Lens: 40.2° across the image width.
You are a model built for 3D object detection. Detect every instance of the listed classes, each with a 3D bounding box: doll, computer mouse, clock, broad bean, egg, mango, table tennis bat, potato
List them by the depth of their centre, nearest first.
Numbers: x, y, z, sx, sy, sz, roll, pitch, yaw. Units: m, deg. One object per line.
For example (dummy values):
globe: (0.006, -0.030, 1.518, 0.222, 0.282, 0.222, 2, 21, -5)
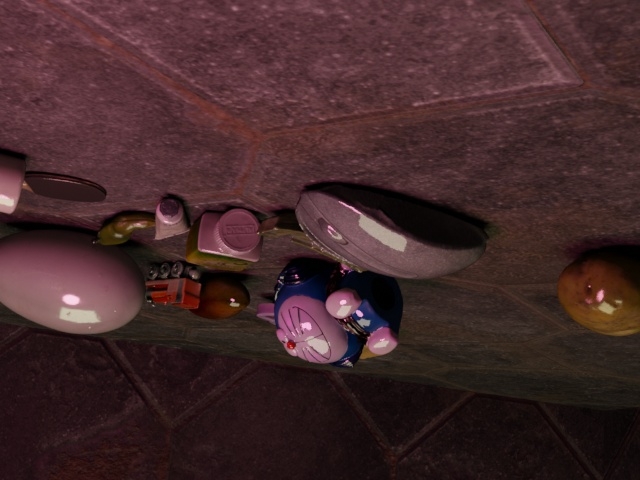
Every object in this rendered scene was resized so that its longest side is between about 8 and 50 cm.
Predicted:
computer mouse: (0.128, 0.000, 1.561, 0.374, 0.114, 0.203, 14, 164, -21)
table tennis bat: (-0.534, -0.102, 1.667, 0.246, 0.022, 0.138, 7, 165, -4)
potato: (0.554, 0.100, 1.667, 0.228, 0.149, 0.197, 21, 173, -36)
broad bean: (-0.421, -0.025, 1.843, 0.070, 0.048, 0.213, 19, 157, -41)
egg: (-0.583, 0.089, 1.989, 0.371, 0.230, 0.230, 15, 164, -8)
doll: (0.029, 0.162, 1.992, 0.310, 0.240, 0.284, -25, 106, 39)
mango: (-0.260, 0.149, 2.277, 0.133, 0.111, 0.267, 33, 156, -25)
clock: (-0.079, 0.205, 2.486, 0.172, 0.064, 0.198, 0, 163, 25)

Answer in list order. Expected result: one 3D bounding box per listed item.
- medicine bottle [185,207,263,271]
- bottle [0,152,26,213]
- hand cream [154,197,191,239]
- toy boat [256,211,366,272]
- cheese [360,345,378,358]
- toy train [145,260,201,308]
medicine bottle: (-0.186, -0.001, 1.746, 0.132, 0.088, 0.188, 12, 164, -18)
bottle: (-0.637, -0.122, 1.490, 0.245, 0.104, 0.104, 14, 163, -26)
hand cream: (-0.297, -0.038, 1.746, 0.080, 0.050, 0.234, -15, 170, -11)
toy boat: (0.000, 0.000, 1.730, 0.093, 0.055, 0.293, -9, 157, 44)
cheese: (0.122, 0.302, 2.665, 0.214, 0.117, 0.226, 11, 161, -37)
toy train: (-0.378, 0.116, 2.202, 0.176, 0.118, 0.074, -7, 157, 36)
